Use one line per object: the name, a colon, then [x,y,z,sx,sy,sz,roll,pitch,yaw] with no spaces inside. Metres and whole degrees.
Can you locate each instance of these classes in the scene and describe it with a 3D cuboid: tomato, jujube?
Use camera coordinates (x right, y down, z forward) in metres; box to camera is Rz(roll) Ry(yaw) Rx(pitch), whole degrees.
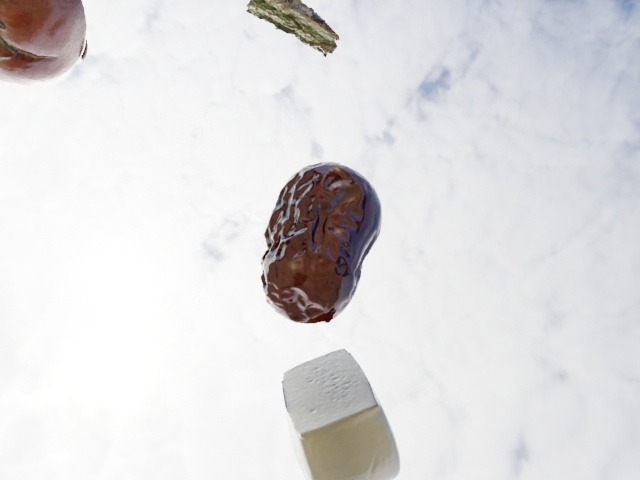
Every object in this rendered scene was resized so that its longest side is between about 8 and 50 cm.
tomato: [-0.403,-0.283,0.644,0.225,0.225,0.085,6,-128,20]
jujube: [0.000,0.000,0.723,0.155,0.155,0.230,-1,-134,20]

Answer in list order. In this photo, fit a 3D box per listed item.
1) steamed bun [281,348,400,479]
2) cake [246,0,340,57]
steamed bun: [0.028,0.290,0.810,0.146,0.241,0.164,-18,-76,-7]
cake: [-0.039,-0.300,0.721,0.140,0.051,0.055,43,-122,5]
